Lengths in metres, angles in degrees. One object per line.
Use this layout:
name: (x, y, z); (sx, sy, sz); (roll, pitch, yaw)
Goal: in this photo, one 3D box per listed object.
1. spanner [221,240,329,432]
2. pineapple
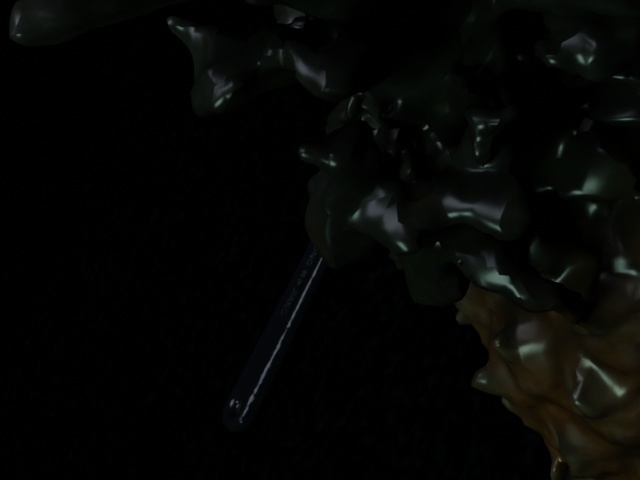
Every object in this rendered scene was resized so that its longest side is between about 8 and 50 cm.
spanner: (0.000, 0.000, 0.850); (0.046, 0.012, 0.208); (16, 79, 62)
pineapple: (0.061, -0.026, 0.429); (0.169, 0.340, 0.169); (-34, 40, 35)
